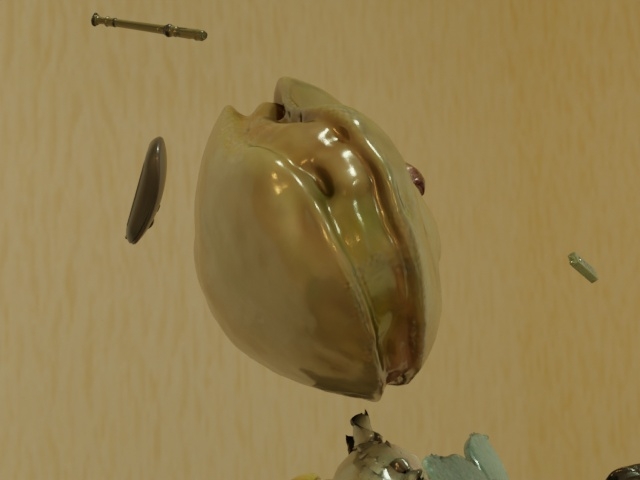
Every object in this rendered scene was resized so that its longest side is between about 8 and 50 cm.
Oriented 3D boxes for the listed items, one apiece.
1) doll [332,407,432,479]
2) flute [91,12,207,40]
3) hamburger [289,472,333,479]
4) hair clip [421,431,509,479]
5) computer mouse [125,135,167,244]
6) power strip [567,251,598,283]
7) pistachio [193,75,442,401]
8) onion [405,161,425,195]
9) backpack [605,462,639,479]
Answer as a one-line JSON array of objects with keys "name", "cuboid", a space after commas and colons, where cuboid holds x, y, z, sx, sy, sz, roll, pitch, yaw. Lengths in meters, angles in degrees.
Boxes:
[{"name": "doll", "cuboid": [0.048, 0.282, 1.187, 0.095, 0.192, 0.149, 18, 3, -26]}, {"name": "flute", "cuboid": [-0.308, -0.382, 2.112, 0.233, 0.027, 0.027, 11, 1, 21]}, {"name": "hamburger", "cuboid": [-0.020, 0.463, 1.876, 0.144, 0.157, 0.283, -7, 25, 12]}, {"name": "hair clip", "cuboid": [0.272, 0.478, 1.740, 0.392, 0.238, 0.318, 31, 13, 3]}, {"name": "computer mouse", "cuboid": [-0.352, -0.101, 2.426, 0.057, 0.232, 0.120, 15, 22, -8]}, {"name": "power strip", "cuboid": [0.439, 0.045, 1.970, 0.017, 0.027, 0.083, -35, -46, 21]}, {"name": "pistachio", "cuboid": [0.000, 0.000, 1.285, 0.281, 0.365, 0.445, -24, -2, -10]}, {"name": "onion", "cuboid": [0.091, -0.103, 2.246, 0.206, 0.098, 0.151, -8, -26, -8]}, {"name": "backpack", "cuboid": [0.386, 0.303, 1.292, 0.165, 0.120, 0.106, 1, -15, 18]}]
